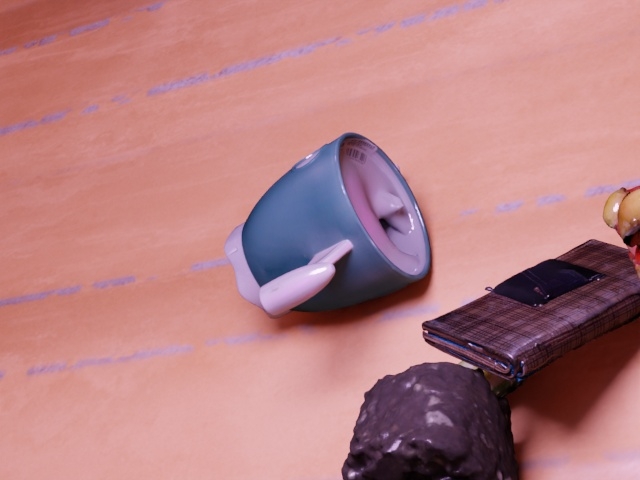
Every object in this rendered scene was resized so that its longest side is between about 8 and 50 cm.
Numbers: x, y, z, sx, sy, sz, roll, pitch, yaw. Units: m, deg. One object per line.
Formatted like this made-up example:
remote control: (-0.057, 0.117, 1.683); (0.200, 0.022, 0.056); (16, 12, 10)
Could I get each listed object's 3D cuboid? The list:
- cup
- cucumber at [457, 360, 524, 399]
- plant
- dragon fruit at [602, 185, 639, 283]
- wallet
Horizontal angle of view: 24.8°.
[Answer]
cup: (0.000, 0.000, 1.507); (0.173, 0.167, 0.299); (-29, 12, 26)
cucumber: (0.168, 0.123, 1.346); (0.107, 0.035, 0.067); (-34, 27, -4)
plant: (0.094, 0.239, 1.205); (0.146, 0.149, 0.274); (-37, 33, 31)
dragon fruit: (0.370, -0.011, 1.155); (0.291, 0.269, 0.250); (5, 45, 36)
wallet: (0.212, 0.057, 1.298); (0.230, 0.042, 0.124); (-26, 29, -32)
